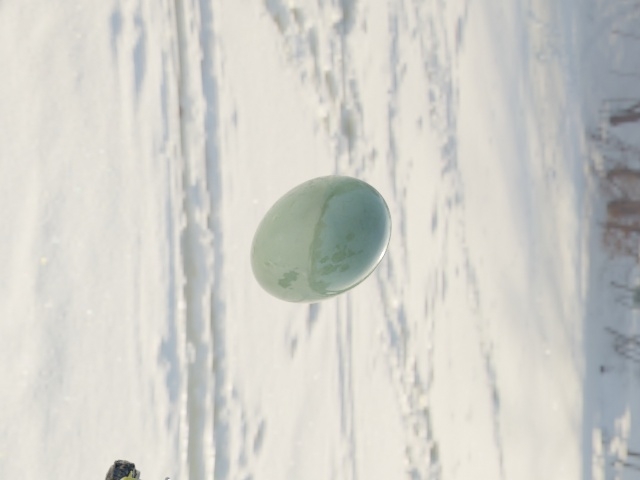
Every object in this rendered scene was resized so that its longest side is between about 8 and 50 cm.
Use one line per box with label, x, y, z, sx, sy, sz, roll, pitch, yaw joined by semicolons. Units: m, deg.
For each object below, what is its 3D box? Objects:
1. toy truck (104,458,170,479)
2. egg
toy truck;-0.215;0.349;1.285;0.286;0.136;0.111;121;-13;-50
egg;0.000;0.000;1.396;0.149;0.192;0.149;53;1;-2
